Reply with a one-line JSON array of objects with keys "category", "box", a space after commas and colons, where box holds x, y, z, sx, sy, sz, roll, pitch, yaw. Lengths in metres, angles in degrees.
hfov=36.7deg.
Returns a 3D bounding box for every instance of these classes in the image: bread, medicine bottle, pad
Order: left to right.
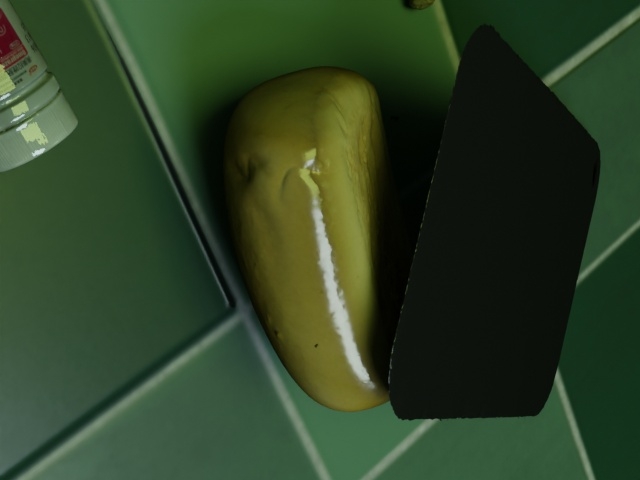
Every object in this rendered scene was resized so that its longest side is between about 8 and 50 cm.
[{"category": "medicine bottle", "box": [-0.173, -0.088, 0.502, 0.058, 0.058, 0.091, -41, 119, -26]}, {"category": "bread", "box": [0.000, 0.000, 0.617, 0.147, 0.098, 0.217, -44, 126, -58]}, {"category": "pad", "box": [0.114, 0.038, 0.718, 0.375, 0.063, 0.315, 20, 82, -60]}]

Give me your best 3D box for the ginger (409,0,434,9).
[{"category": "ginger", "box": [0.075, -0.217, 0.693, 0.048, 0.030, 0.097, 10, 88, -40]}]
